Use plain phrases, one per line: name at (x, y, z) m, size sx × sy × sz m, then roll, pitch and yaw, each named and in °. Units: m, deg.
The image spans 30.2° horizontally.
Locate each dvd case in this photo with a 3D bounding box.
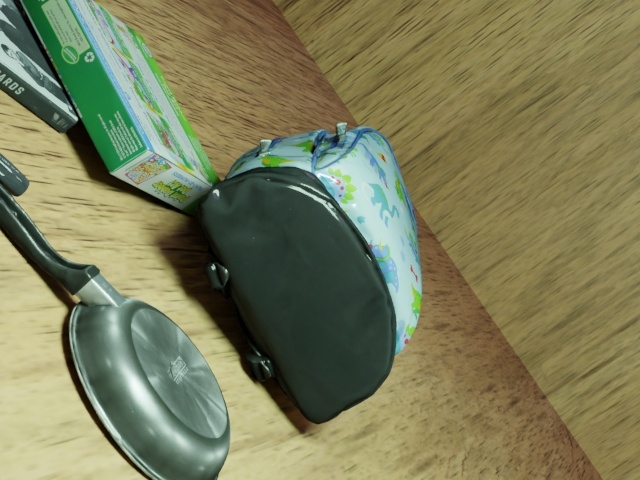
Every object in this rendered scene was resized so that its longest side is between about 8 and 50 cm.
dvd case at (-0.348, -0.231, 1.204) m, size 0.239 × 0.029 × 0.179 m, roll 40°, pitch 20°, yaw -45°

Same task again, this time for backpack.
backpack at (0.000, 0.000, 1.393) m, size 0.290 × 0.273 × 0.355 m, roll 63°, pitch -3°, yaw -12°

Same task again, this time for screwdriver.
screwdriver at (-0.316, -0.092, 1.002) m, size 0.170 × 0.024 × 0.025 m, roll 39°, pitch 48°, yaw -29°

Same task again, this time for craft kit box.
craft kit box at (-0.218, -0.162, 1.347) m, size 0.250 × 0.061 × 0.246 m, roll 61°, pitch 11°, yaw 17°

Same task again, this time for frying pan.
frying pan at (-0.169, 0.071, 1.032) m, size 0.326 × 0.053 × 0.197 m, roll 61°, pitch 14°, yaw 16°
